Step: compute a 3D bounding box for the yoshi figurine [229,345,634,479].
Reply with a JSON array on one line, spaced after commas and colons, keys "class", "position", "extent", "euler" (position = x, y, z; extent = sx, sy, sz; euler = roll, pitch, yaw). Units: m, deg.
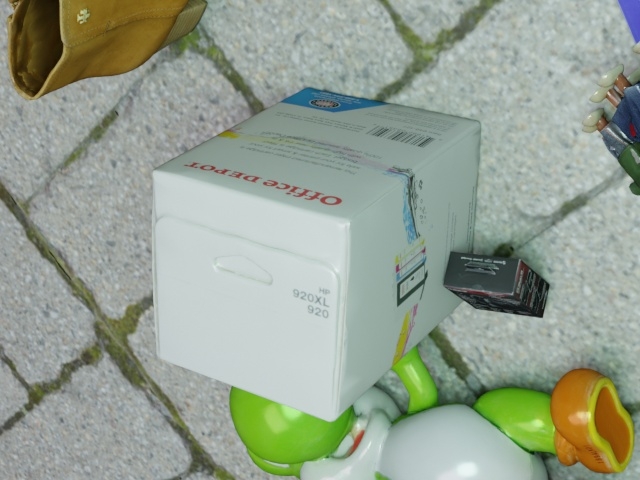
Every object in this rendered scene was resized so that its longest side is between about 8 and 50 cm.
[{"class": "yoshi figurine", "position": [0.061, 0.168, 1.078], "extent": [0.362, 0.203, 0.203], "euler": [3, 110, 37]}]

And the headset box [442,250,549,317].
[{"class": "headset box", "position": [0.142, 0.035, 1.032], "extent": [0.062, 0.083, 0.032], "euler": [6, 75, 31]}]

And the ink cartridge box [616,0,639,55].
[{"class": "ink cartridge box", "position": [0.272, -0.226, 0.855], "extent": [0.208, 0.045, 0.206], "euler": [-20, 100, 38]}]

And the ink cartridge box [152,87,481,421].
[{"class": "ink cartridge box", "position": [0.000, 0.000, 1.012], "extent": [0.171, 0.233, 0.168], "euler": [16, 119, 27]}]

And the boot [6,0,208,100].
[{"class": "boot", "position": [-0.141, -0.249, 1.003], "extent": [0.104, 0.211, 0.295], "euler": [34, 125, 14]}]

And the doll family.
[{"class": "doll family", "position": [0.250, -0.077, 0.888], "extent": [0.076, 0.193, 0.111], "euler": [-37, 76, 0]}]
